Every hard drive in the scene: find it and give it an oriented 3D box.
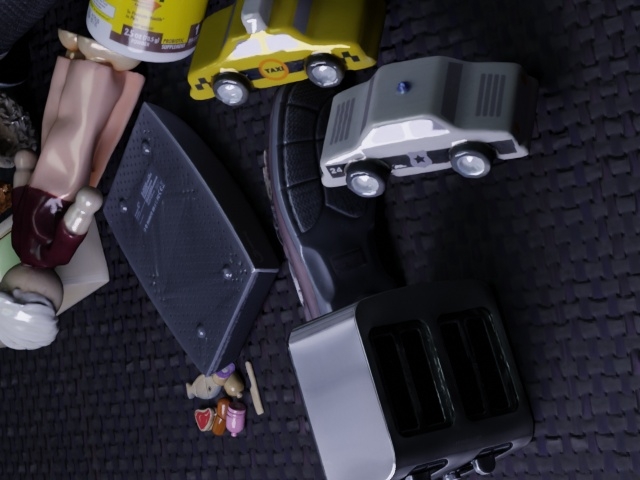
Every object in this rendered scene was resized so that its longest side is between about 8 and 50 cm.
[{"bbox_3d":[-0.133,-0.004,2.011,0.255,0.054,0.172,55,135,34],"label":"hard drive"}]

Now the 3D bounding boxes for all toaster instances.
[{"bbox_3d":[0.074,0.121,1.664,0.110,0.168,0.186,-28,74,49],"label":"toaster"}]

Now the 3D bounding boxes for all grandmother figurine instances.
[{"bbox_3d":[-0.278,-0.047,2.093,0.208,0.104,0.342,-151,77,-69],"label":"grandmother figurine"}]

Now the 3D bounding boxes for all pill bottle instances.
[{"bbox_3d":[-0.157,-0.294,1.945,0.117,0.117,0.215,43,129,41],"label":"pill bottle"}]

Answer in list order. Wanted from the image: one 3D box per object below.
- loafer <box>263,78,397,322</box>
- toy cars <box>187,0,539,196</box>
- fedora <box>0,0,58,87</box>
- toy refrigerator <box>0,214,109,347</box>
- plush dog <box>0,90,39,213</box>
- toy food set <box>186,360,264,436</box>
[{"bbox_3d":[0.000,0.000,1.797,0.095,0.109,0.303,-25,79,57],"label":"loafer"},{"bbox_3d":[0.018,-0.150,1.682,0.393,0.176,0.087,35,164,45],"label":"toy cars"},{"bbox_3d":[-0.384,-0.340,2.176,0.152,0.334,0.334,-29,69,16],"label":"fedora"},{"bbox_3d":[-0.356,0.045,2.289,0.269,0.094,0.102,-29,72,51],"label":"toy refrigerator"},{"bbox_3d":[-0.444,-0.122,2.187,0.262,0.210,0.225,53,175,-28],"label":"plush dog"},{"bbox_3d":[-0.104,0.168,2.030,0.122,0.019,0.078,-31,71,51],"label":"toy food set"}]
